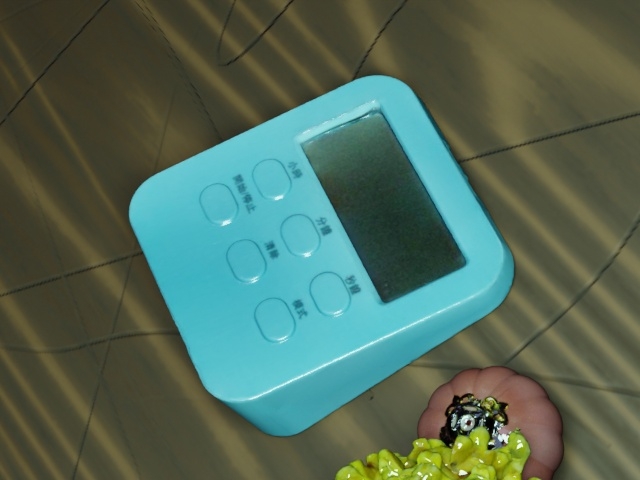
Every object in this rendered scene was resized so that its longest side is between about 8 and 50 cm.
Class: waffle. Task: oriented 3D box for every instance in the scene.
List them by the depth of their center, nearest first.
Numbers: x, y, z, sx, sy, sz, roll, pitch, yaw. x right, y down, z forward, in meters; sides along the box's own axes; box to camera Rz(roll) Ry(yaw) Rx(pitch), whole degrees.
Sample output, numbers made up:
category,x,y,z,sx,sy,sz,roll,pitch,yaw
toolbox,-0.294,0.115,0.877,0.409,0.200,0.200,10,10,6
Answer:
category,x,y,z,sx,sy,sz,roll,pitch,yaw
waffle,0.085,0.231,1.230,0.193,0.070,0.197,-8,101,25

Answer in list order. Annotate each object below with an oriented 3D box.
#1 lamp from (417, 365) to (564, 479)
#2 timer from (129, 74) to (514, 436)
category,x,y,z,sx,sy,sz,roll,pitch,yaw
lamp,0.121,0.142,1.282,0.107,0.092,0.107,-10,64,22
timer,0.000,0.000,1.407,0.250,0.091,0.232,-32,58,6
